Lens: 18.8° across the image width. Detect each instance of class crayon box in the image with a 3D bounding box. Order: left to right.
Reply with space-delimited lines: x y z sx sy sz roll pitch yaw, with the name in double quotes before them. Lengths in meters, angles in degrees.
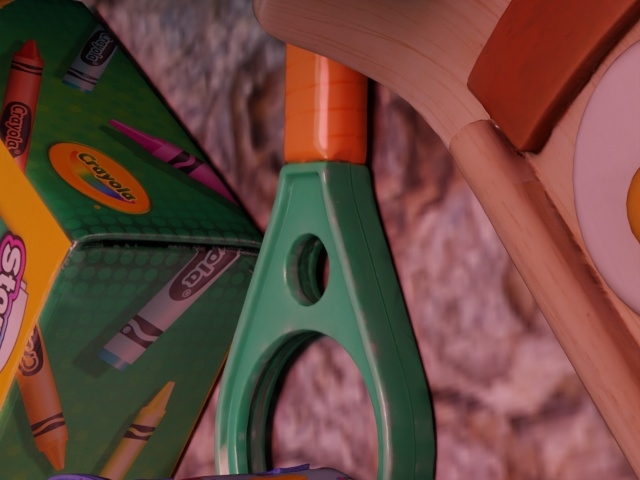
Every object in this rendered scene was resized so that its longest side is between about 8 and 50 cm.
"crayon box" -0.135 0.065 0.729 0.165 0.081 0.278 51 126 41

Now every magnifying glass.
"magnifying glass" 0.000 0.000 0.604 0.092 0.026 0.231 -1 85 53

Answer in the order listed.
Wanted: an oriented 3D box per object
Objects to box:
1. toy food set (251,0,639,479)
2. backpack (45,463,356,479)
"toy food set" 0.098 -0.024 0.420 0.220 0.092 0.306 -54 47 35
"backpack" -0.039 0.128 0.488 0.158 0.173 0.117 23 105 52
